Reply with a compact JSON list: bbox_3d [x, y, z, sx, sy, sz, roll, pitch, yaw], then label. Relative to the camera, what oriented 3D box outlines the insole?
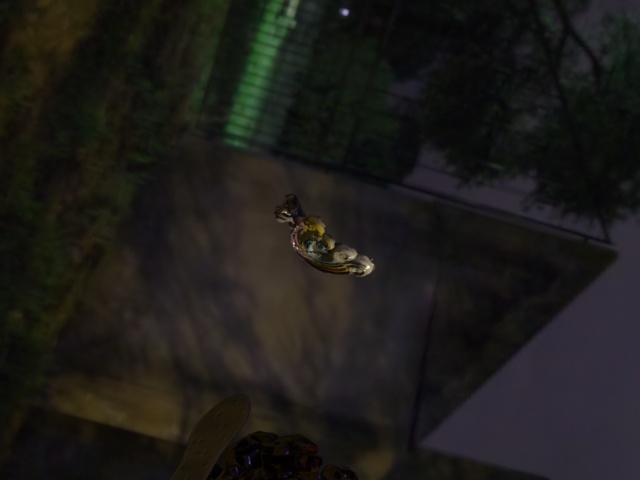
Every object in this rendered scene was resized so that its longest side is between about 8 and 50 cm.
[{"bbox_3d":[-0.183,0.330,1.840,0.007,0.109,0.322,66,23,-16],"label":"insole"}]

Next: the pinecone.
[{"bbox_3d":[-0.077,0.526,1.989,0.398,0.398,0.397,-164,-90,-83],"label":"pinecone"}]

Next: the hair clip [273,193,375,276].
[{"bbox_3d":[0.000,0.000,1.771,0.049,0.172,0.116,-51,-163,-23],"label":"hair clip"}]
